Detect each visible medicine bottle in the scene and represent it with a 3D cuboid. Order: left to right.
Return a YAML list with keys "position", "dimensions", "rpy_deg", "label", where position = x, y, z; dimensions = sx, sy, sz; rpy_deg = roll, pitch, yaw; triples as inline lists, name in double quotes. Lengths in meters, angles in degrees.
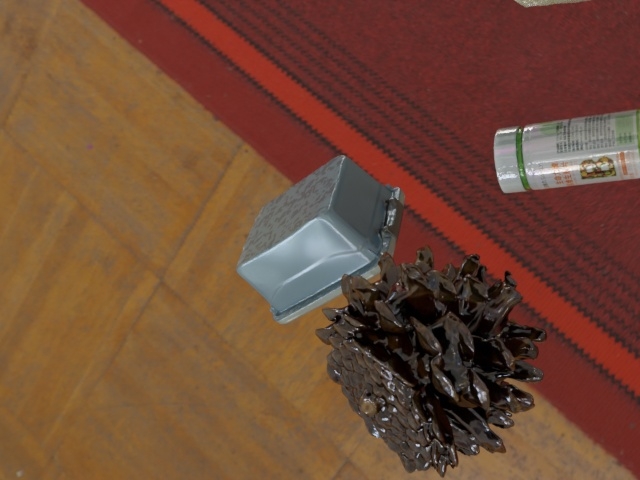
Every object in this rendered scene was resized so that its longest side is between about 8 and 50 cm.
- position: [0.316, -0.110, 1.085]
  dimensions: [0.183, 0.086, 0.086]
  rpy_deg: [-6, 93, 26]
  label: "medicine bottle"

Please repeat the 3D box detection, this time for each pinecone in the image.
- position: [0.069, 0.066, 0.523]
  dimensions: [0.120, 0.140, 0.140]
  rpy_deg: [-30, 80, -16]
  label: "pinecone"

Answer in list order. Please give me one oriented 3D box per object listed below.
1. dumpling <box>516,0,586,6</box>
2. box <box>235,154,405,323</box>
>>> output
- position: [0.352, -0.411, 1.174]
  dimensions: [0.215, 0.126, 0.166]
  rpy_deg: [-10, 129, 33]
  label: "dumpling"
- position: [0.000, 0.000, 1.180]
  dimensions: [0.227, 0.162, 0.130]
  rpy_deg: [-30, 119, 36]
  label: "box"
